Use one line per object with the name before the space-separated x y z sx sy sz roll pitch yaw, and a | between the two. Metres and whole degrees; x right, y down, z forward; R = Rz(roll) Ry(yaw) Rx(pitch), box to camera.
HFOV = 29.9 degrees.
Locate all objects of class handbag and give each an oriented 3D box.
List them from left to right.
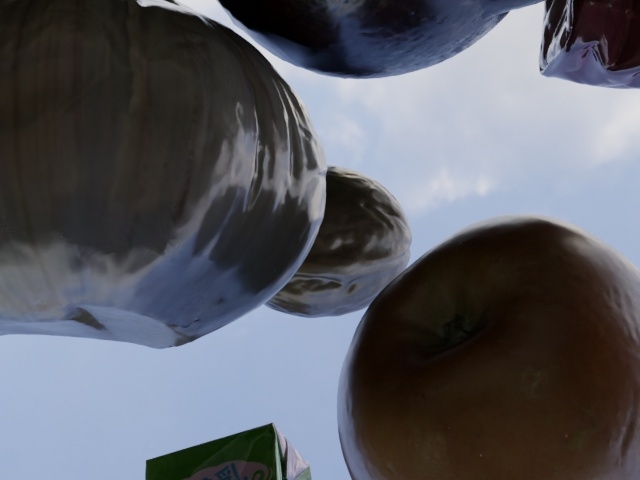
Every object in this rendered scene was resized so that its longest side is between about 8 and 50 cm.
handbag | 0.262 -0.237 0.994 0.135 0.146 0.225 6 -95 4

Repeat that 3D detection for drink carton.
drink carton | -0.091 0.335 1.194 0.161 0.108 0.271 -18 -133 14

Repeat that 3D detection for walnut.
walnut | 0.001 0.000 1.090 0.162 0.140 0.140 -7 -133 -26

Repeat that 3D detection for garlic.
garlic | -0.155 -0.058 0.827 0.317 0.317 0.259 -9 -114 26

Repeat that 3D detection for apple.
apple | 0.126 0.104 0.794 0.254 0.253 0.253 -14 -122 23

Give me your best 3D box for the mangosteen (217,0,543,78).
mangosteen | 0.043 -0.274 0.839 0.330 0.330 0.330 -14 -122 23
